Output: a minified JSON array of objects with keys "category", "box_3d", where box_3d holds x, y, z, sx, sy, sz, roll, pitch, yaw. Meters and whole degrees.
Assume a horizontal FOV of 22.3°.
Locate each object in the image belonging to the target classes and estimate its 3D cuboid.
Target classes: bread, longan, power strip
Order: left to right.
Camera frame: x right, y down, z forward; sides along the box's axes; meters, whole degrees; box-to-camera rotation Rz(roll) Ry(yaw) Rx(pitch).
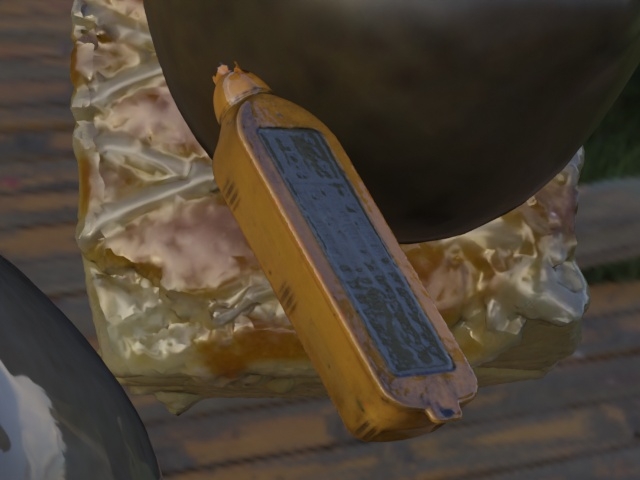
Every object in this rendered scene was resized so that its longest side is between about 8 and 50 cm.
[{"category":"power strip","box_3d":[0.000,0.000,0.605,0.049,0.028,0.178,-2,53,-41]},{"category":"bread","box_3d":[0.001,-0.063,1.243,0.390,0.371,0.279,-2,-13,6]},{"category":"longan","box_3d":[0.042,-0.123,0.778,0.258,0.258,0.258,10,28,-6]}]

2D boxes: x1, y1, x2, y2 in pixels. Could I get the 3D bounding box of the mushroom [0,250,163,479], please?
[{"category":"mushroom","box_3d":[-0.210,0.097,0.487,0.292,0.290,0.292,38,-7,5]}]
